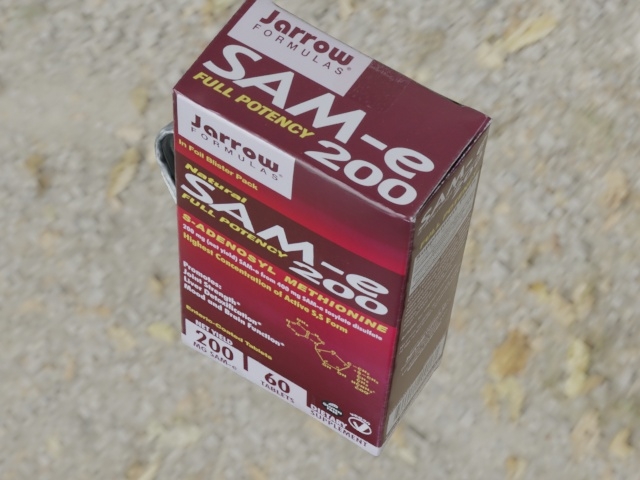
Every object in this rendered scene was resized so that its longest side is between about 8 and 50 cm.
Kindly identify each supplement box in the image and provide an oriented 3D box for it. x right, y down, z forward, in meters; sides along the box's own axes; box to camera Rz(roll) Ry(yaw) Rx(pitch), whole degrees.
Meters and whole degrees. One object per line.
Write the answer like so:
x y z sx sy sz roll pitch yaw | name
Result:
0.000 0.000 0.978 0.130 0.073 0.239 29 151 15 | supplement box

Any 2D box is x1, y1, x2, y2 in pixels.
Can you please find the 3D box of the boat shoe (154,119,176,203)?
-0.038 0.026 1.672 0.113 0.105 0.306 -23 97 30 | boat shoe
